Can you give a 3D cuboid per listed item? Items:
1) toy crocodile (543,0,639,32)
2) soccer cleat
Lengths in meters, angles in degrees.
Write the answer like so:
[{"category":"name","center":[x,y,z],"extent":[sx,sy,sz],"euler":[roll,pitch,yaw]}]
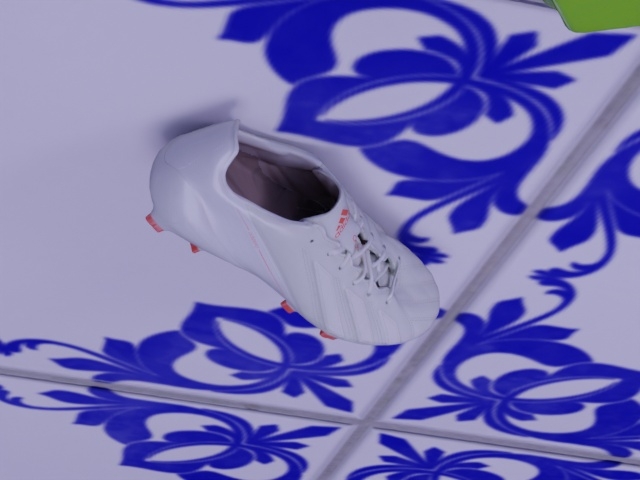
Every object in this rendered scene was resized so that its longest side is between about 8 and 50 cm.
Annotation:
[{"category":"toy crocodile","center":[0.226,-0.131,0.608],"extent":[0.340,0.105,0.115],"euler":[-7,151,28]},{"category":"soccer cleat","center":[0.000,0.000,0.906],"extent":[0.196,0.068,0.076],"euler":[28,140,-34]}]
